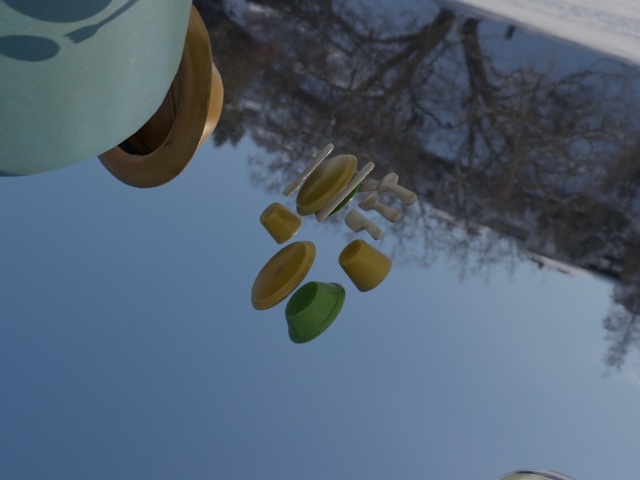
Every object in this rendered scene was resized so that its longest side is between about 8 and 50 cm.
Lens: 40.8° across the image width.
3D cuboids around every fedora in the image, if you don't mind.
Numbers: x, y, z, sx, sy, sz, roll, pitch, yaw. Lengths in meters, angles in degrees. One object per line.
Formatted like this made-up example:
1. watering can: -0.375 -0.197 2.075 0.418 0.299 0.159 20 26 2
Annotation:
1. fedora: -0.153 -0.148 0.850 0.194 0.194 0.079 28 -164 32

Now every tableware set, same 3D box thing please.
1. tableware set: 0.000 0.000 0.483 0.024 0.104 0.154 44 179 -24

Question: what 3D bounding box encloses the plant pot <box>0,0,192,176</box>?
1. plant pot: -0.202 -0.226 0.502 0.341 0.341 0.334 17 153 -2

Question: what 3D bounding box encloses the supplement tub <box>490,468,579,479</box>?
1. supplement tub: 0.182 0.392 0.927 0.235 0.235 0.325 30 -160 38
